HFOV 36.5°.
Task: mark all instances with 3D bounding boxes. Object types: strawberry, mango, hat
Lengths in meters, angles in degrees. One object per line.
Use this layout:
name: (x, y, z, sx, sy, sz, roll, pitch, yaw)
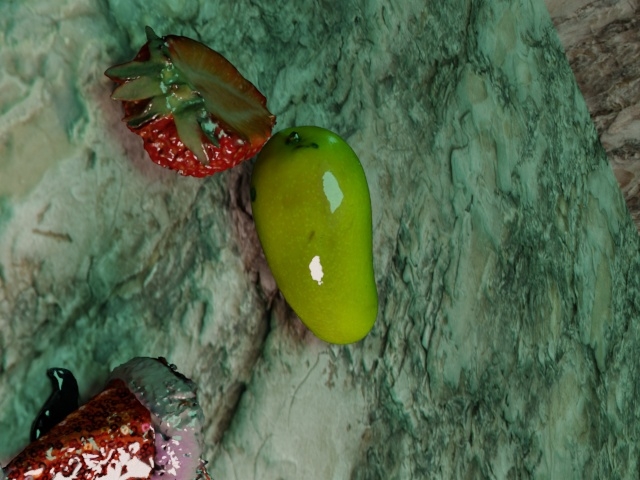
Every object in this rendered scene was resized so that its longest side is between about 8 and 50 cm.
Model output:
strawberry: (-0.142, -0.152, 1.090, 0.174, 0.098, 0.228, 53, 21, -3)
mango: (0.000, 0.000, 1.206, 0.175, 0.143, 0.293, -54, 133, -60)
hat: (-0.203, 0.188, 0.841, 0.227, 0.129, 0.140, -14, 105, -42)
